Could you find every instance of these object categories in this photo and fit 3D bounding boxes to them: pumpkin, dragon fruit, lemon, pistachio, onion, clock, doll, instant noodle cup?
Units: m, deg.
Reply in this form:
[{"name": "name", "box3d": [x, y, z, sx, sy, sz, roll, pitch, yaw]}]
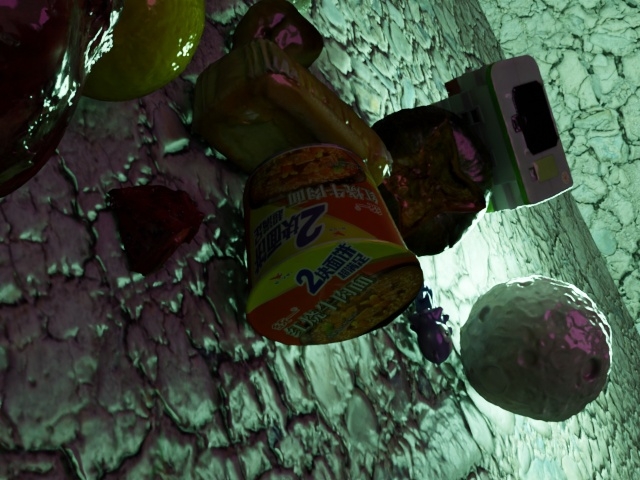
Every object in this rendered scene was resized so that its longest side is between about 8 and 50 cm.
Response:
[{"name": "pumpkin", "box3d": [0.149, -0.093, 1.401, 0.237, 0.238, 0.159, 65, -6, -3]}, {"name": "dragon fruit", "box3d": [-0.152, -0.024, 0.942, 0.131, 0.063, 0.097, -18, 86, -64]}, {"name": "lemon", "box3d": [-0.203, -0.229, 0.890, 0.178, 0.178, 0.203, 55, 15, -23]}, {"name": "pistachio", "box3d": [-0.059, -0.297, 1.305, 0.189, 0.100, 0.110, -25, 96, -63]}, {"name": "onion", "box3d": [-0.266, -0.156, 0.623, 0.276, 0.276, 0.276, 43, 34, -39]}, {"name": "clock", "box3d": [0.246, -0.161, 1.555, 0.166, 0.310, 0.235, -22, 96, -42]}, {"name": "doll", "box3d": [0.176, 0.128, 1.446, 0.206, 0.067, 0.110, -94, 158, -55]}, {"name": "instant noodle cup", "box3d": [0.000, 0.000, 1.074, 0.213, 0.213, 0.174, 36, 31, -47]}]

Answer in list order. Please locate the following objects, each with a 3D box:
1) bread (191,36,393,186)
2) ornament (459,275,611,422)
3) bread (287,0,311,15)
[{"name": "bread", "box3d": [-0.036, -0.145, 1.166, 0.288, 0.153, 0.119, 34, 35, -49]}, {"name": "ornament", "box3d": [0.368, 0.176, 1.536, 0.259, 0.259, 0.225, -3, 109, -63]}, {"name": "bread", "box3d": [-0.089, -0.492, 1.480, 0.267, 0.040, 0.267, 42, 35, -39]}]
